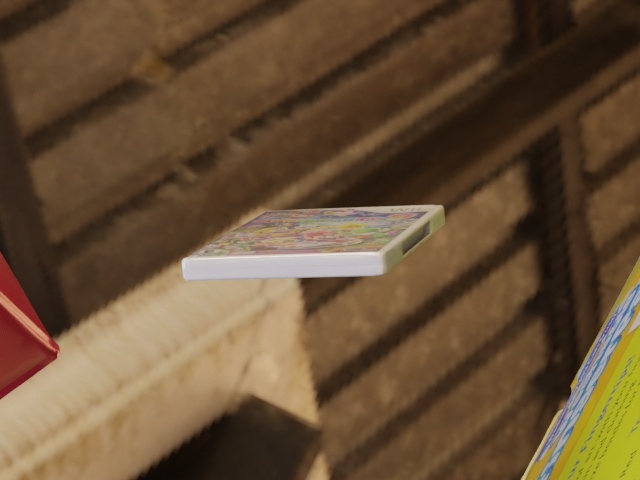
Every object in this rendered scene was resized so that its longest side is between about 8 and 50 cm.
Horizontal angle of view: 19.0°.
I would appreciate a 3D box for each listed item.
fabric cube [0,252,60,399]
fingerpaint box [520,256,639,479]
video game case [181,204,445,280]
[{"bbox_3d":[-0.390,0.017,1.381,0.259,0.254,0.258,-37,-34,0],"label":"fabric cube"},{"bbox_3d":[0.240,0.093,0.972,0.444,0.163,0.371,-57,1,-29],"label":"fingerpaint box"},{"bbox_3d":[0.000,0.000,0.834,0.122,0.087,0.011,-33,-60,-72],"label":"video game case"}]
